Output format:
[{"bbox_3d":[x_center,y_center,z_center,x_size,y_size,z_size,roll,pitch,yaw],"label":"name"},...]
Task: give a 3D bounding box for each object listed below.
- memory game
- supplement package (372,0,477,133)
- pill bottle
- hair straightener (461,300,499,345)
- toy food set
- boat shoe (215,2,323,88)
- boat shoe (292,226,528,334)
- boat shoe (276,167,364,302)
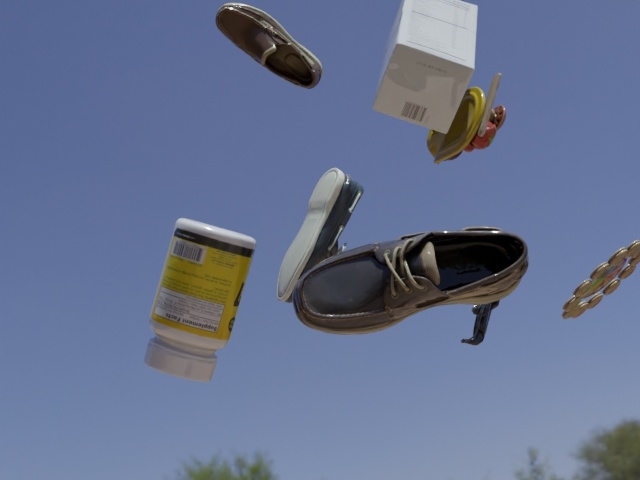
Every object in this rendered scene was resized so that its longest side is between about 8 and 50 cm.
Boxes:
[{"bbox_3d":[0.467,0.066,1.886,0.186,0.012,0.186,-33,-24,-17],"label":"memory game"},{"bbox_3d":[0.182,-0.315,1.969,0.139,0.244,0.134,18,-53,-3],"label":"supplement package"},{"bbox_3d":[-0.171,0.082,1.601,0.119,0.208,0.119,16,1,0],"label":"pill bottle"},{"bbox_3d":[0.288,0.099,2.052,0.047,0.230,0.089,9,-51,21],"label":"hair straightener"},{"bbox_3d":[0.270,-0.196,2.021,0.071,0.128,0.218,22,-19,-20],"label":"toy food set"},{"bbox_3d":[-0.106,-0.405,2.394,0.257,0.095,0.095,30,-67,-8],"label":"boat shoe"},{"bbox_3d":[0.132,0.039,1.647,0.355,0.132,0.130,-14,-20,-13],"label":"boat shoe"},{"bbox_3d":[0.000,0.000,2.010,0.079,0.254,0.095,30,-18,-26],"label":"boat shoe"}]
